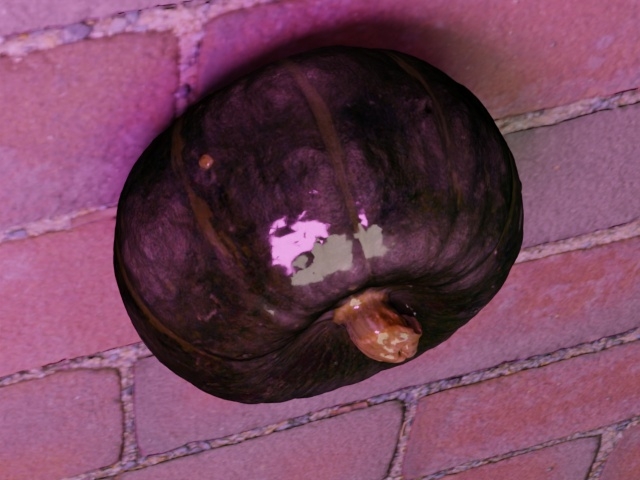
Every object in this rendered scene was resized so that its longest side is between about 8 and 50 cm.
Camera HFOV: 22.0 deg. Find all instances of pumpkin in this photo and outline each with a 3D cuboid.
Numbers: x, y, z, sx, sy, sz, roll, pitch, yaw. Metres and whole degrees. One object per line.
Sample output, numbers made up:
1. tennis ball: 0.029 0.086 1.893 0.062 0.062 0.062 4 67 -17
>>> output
1. pumpkin: 0.000 0.000 1.180 0.300 0.207 0.300 -18 156 -8
